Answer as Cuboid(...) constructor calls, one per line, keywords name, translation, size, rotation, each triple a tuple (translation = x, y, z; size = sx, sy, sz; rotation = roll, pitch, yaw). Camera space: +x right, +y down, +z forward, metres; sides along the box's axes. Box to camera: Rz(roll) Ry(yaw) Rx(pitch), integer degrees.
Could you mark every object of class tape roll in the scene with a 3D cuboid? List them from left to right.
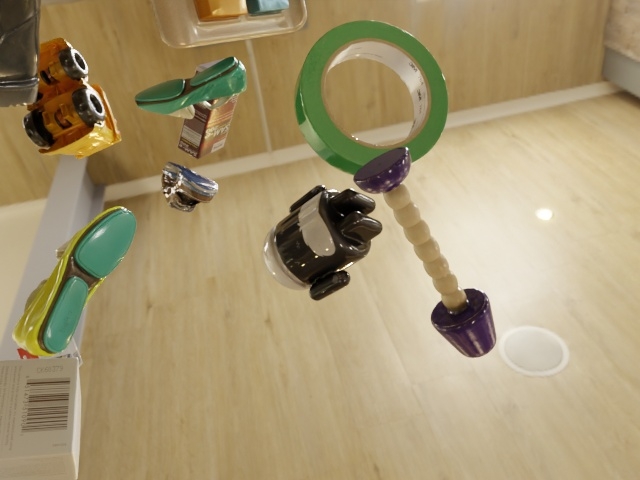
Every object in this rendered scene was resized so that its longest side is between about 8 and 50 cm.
Cuboid(name="tape roll", translation=(0.107, -0.295, 1.216), size=(0.321, 0.322, 0.077), rotation=(-20, 177, -16))

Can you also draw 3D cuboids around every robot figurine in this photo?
Cuboid(name="robot figurine", translation=(0.001, -0.001, 1.271), size=(0.278, 0.174, 0.209), rotation=(-33, -163, 31))

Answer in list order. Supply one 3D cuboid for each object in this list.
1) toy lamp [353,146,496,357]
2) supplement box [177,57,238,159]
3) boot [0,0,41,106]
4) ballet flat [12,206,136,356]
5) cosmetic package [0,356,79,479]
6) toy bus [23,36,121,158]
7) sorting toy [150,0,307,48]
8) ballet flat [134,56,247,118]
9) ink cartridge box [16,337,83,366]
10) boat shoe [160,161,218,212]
Cuboid(name="toy lamp", translation=(0.133, 0.025, 0.691), size=(0.080, 0.275, 0.080), rotation=(-29, -162, 10))
Cuboid(name="supplement box", translation=(-0.288, -0.346, 1.531), size=(0.073, 0.240, 0.130), rotation=(32, -145, 10))
Cuboid(name="boot", translation=(-0.465, -0.369, 0.639), size=(0.146, 0.445, 0.367), rotation=(36, -148, 17))
Cuboid(name="ballet flat", translation=(-0.333, 0.045, 0.776), size=(0.077, 0.077, 0.231), rotation=(2, -126, 26))
Cuboid(name="cosmetic package", translation=(-0.461, 0.289, 0.914), size=(0.151, 0.184, 0.151), rotation=(2, -124, -20))
Cuboid(name="toy bus", translation=(-0.519, -0.288, 1.245), size=(0.149, 0.221, 0.211), rotation=(-21, 175, 11))
Cuboid(name="sorting toy", translation=(-0.097, -0.310, 0.602), size=(0.038, 0.193, 0.208), rotation=(2, -158, 40))
Cuboid(name="ballet flat", translation=(-0.264, -0.299, 1.207), size=(0.247, 0.087, 0.083), rotation=(-16, -139, 13))
Cuboid(name="ink cartridge box", translation=(-0.510, 0.220, 1.081), size=(0.115, 0.063, 0.029), rotation=(-15, -168, 6))
Cuboid(name="boat shoe", translation=(-0.223, -0.082, 0.973), size=(0.066, 0.066, 0.183), rotation=(16, -172, -31))
